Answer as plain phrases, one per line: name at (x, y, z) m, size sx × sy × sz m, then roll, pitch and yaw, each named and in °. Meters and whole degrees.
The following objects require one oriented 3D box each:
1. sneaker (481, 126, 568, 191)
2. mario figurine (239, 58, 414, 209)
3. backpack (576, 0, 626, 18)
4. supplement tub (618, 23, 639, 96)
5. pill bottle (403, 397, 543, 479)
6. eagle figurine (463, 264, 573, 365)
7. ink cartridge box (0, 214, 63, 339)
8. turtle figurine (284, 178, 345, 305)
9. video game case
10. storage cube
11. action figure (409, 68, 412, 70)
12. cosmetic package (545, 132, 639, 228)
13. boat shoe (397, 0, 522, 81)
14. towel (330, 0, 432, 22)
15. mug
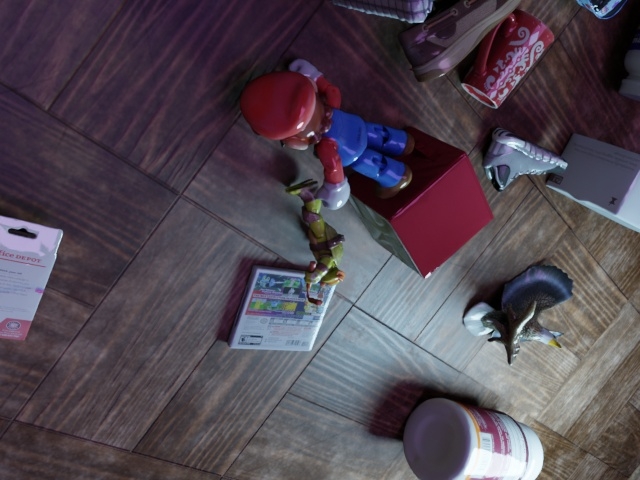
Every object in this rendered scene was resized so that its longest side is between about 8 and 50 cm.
sneaker at (0.460, -0.167, 1.377) m, size 0.229 × 0.086 × 0.132 m, roll 17°, pitch 109°, yaw -26°
mario figurine at (0.000, -0.182, 1.022) m, size 0.321 × 0.198 × 0.170 m, roll 21°, pitch 122°, yaw -31°
backpack at (0.583, -0.554, 1.219) m, size 0.158 × 0.117 × 0.173 m, roll 33°, pitch 94°, yaw -39°
supplement tub at (0.854, -0.470, 1.354) m, size 0.241 × 0.241 × 0.331 m, roll 6°, pitch 110°, yaw -34°
pill bottle at (0.434, 0.574, 1.646) m, size 0.392 × 0.224 × 0.224 m, roll 23°, pitch 101°, yaw -38°
eagle figurine at (0.549, 0.212, 1.584) m, size 0.226 × 0.225 × 0.298 m, roll -32°, pitch 177°, yaw 37°
ink cartridge box at (-0.482, 0.047, 0.904) m, size 0.115 × 0.067 × 0.198 m, roll 17°, pitch 106°, yaw -37°
turtle figurine at (0.000, 0.000, 1.089) m, size 0.087 × 0.269 × 0.217 m, roll -16°, pitch 102°, yaw 10°
video game case at (-0.076, 0.145, 1.236) m, size 0.201 × 0.023 × 0.183 m, roll 10°, pitch 109°, yaw -34°
storage cube at (0.191, -0.079, 1.182) m, size 0.193 × 0.184 × 0.215 m, roll -42°, pitch 129°, yaw -5°
action figure at (0.201, -0.376, 1.133) m, size 0.038 × 0.030 × 0.115 m, roll 13°, pitch 102°, yaw -42°
cosmetic package at (0.787, -0.121, 1.512) m, size 0.385 × 0.217 × 0.156 m, roll 16°, pitch 105°, yaw -39°
boat shoe at (0.262, -0.436, 1.076) m, size 0.342 × 0.123 × 0.123 m, roll -46°, pitch 111°, yaw -15°
towel at (0.089, -0.464, 0.855) m, size 0.121 × 0.284 × 0.234 m, roll -29°, pitch 127°, yaw -18°
mug at (0.356, -0.371, 1.190) m, size 0.150 × 0.113 × 0.169 m, roll 30°, pitch 101°, yaw -24°
